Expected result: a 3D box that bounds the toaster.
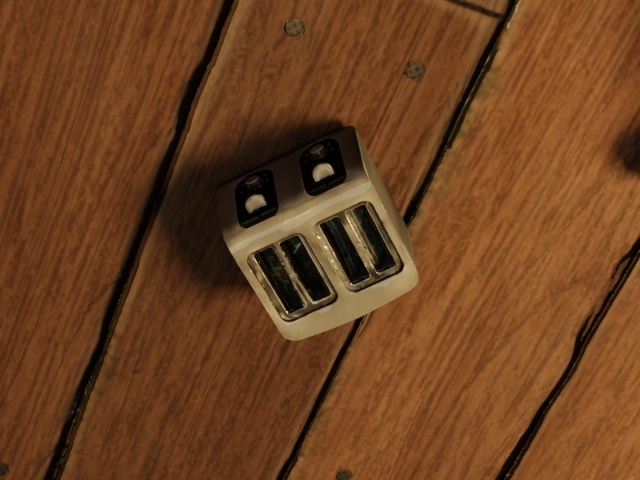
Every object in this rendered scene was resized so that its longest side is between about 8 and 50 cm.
[{"bbox_3d":[0.000,0.000,1.248,0.168,0.110,0.186,-24,119,9],"label":"toaster"}]
